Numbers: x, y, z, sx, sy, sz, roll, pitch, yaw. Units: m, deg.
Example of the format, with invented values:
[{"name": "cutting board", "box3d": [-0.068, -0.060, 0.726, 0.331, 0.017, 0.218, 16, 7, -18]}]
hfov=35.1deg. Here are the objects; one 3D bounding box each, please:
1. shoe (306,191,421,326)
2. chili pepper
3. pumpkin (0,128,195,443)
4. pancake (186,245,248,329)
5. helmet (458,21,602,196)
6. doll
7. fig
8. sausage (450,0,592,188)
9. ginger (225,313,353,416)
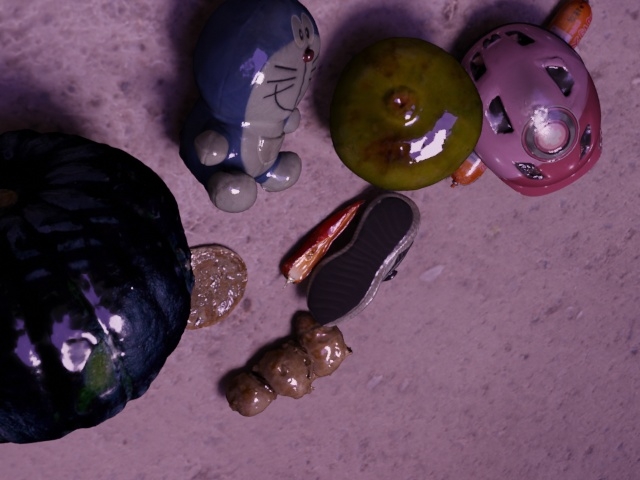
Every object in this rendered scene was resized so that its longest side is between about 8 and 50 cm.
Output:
[{"name": "shoe", "box3d": [0.073, 0.034, 1.504, 0.227, 0.099, 0.112, -54, 162, 6]}, {"name": "chili pepper", "box3d": [0.000, 0.000, 1.482, 0.178, 0.027, 0.045, -47, 136, 3]}, {"name": "pumpkin", "box3d": [-0.312, 0.041, 1.091, 0.363, 0.363, 0.266, -26, 131, -16]}, {"name": "pancake", "box3d": [-0.166, 0.068, 1.422, 0.139, 0.022, 0.139, -17, 126, -24]}, {"name": "helmet", "box3d": [0.297, -0.184, 1.419, 0.198, 0.154, 0.253, -32, 92, 7]}, {"name": "doll", "box3d": [-0.081, -0.178, 1.238, 0.228, 0.154, 0.258, -30, 149, -59]}, {"name": "fig", "box3d": [0.115, -0.165, 1.364, 0.203, 0.203, 0.225, -53, 171, 7]}, {"name": "sausage", "box3d": [0.300, -0.220, 1.513, 0.053, 0.053, 0.348, 27, 102, -41]}, {"name": "ginger", "box3d": [-0.053, 0.196, 1.542, 0.204, 0.080, 0.104, -38, 99, -7]}]
